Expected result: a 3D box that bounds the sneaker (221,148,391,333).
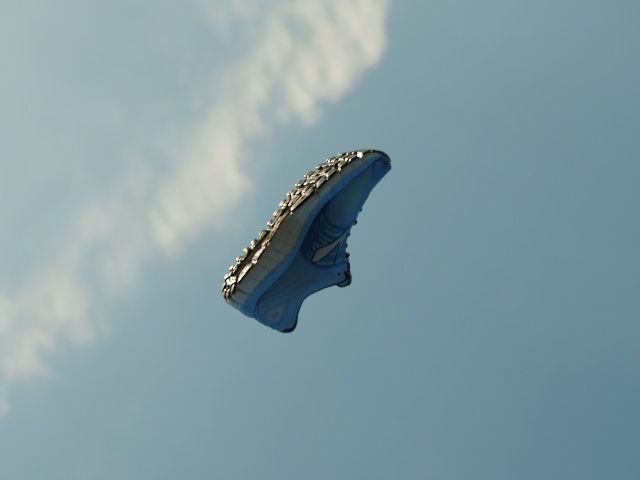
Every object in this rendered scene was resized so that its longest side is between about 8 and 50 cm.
[{"bbox_3d":[0.000,0.000,1.334,0.162,0.073,0.063,-50,-165,-8],"label":"sneaker"}]
